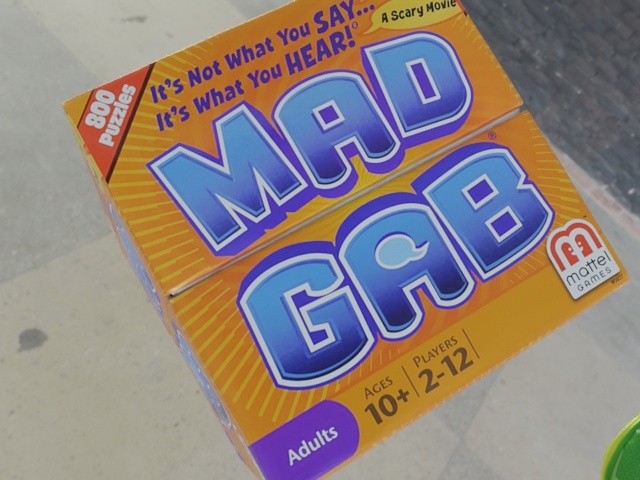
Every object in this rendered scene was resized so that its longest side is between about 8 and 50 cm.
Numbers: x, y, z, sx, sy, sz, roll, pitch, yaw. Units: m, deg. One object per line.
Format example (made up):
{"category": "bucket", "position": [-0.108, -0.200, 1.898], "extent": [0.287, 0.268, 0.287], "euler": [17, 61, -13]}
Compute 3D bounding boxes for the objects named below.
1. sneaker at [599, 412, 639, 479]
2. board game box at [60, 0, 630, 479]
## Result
{"category": "sneaker", "position": [0.349, 0.319, 0.730], "extent": [0.109, 0.123, 0.295], "euler": [35, 64, -30]}
{"category": "board game box", "position": [0.000, 0.000, 0.748], "extent": [0.356, 0.356, 0.356], "euler": [-29, 85, -16]}
